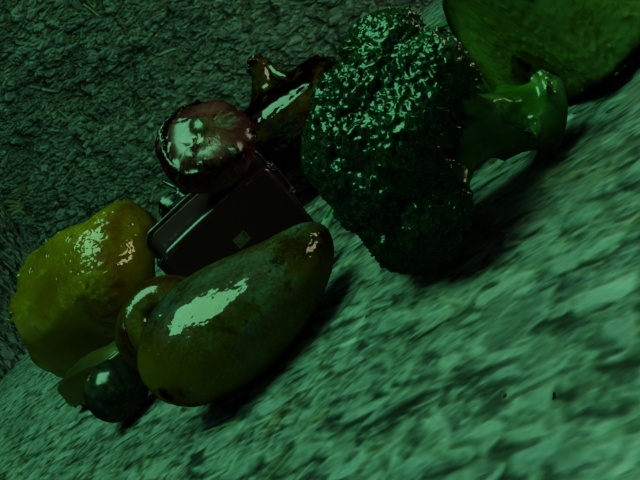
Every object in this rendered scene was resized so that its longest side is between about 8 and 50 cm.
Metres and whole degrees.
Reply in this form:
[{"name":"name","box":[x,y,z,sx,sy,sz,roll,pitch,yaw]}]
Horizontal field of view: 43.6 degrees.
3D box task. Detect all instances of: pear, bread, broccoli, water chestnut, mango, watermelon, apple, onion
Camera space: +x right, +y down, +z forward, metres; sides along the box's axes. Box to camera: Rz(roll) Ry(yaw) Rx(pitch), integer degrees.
[{"name":"pear","box":[0.266,-0.303,1.022,0.164,0.255,0.238,-47,9,-11]},{"name":"bread","box":[-0.522,0.083,1.823,0.394,0.250,0.361,-32,50,36]},{"name":"broccoli","box":[0.124,-0.103,0.890,0.297,0.297,0.297,-5,10,-8]},{"name":"water chestnut","box":[-0.067,-0.268,1.734,0.350,0.302,0.350,-36,18,14]},{"name":"mango","box":[-0.100,0.090,1.051,0.316,0.146,0.193,-39,30,-14]},{"name":"watermelon","box":[-0.344,0.245,1.328,0.105,0.105,0.133,-48,31,-22]},{"name":"apple","box":[-0.256,0.140,1.304,0.147,0.146,0.163,78,-157,-77]},{"name":"onion","box":[-0.194,-0.156,1.406,0.184,0.184,0.147,-44,-23,-9]}]

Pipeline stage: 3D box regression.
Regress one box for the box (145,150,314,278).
[{"name":"box","box":[-0.161,-0.015,1.471,0.294,0.193,0.167,-42,18,-5]}]

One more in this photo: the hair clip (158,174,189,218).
[{"name":"hair clip","box":[-0.259,-0.093,1.900,0.310,0.206,0.194,-46,32,-18]}]

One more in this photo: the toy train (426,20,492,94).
[{"name":"toy train","box":[0.225,-0.266,1.296,0.178,0.138,0.330,-54,18,-10]}]

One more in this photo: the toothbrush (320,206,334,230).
[{"name":"toothbrush","box":[0.001,0.001,1.205,0.030,0.030,0.304,-27,28,49]}]

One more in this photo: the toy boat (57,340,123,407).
[{"name":"toy boat","box":[-0.433,0.256,1.600,0.321,0.089,0.121,-29,13,48]}]
